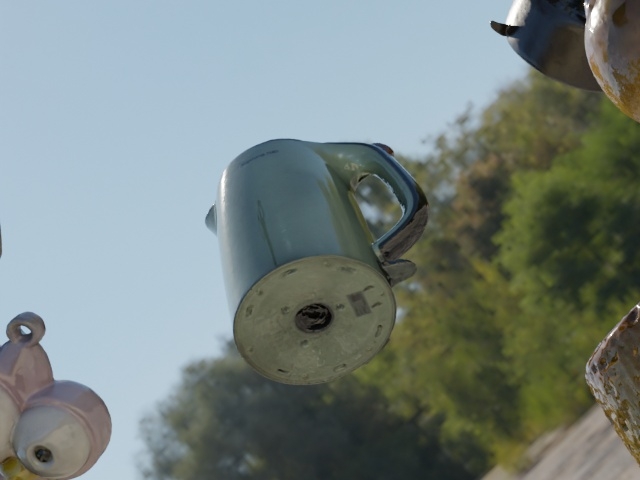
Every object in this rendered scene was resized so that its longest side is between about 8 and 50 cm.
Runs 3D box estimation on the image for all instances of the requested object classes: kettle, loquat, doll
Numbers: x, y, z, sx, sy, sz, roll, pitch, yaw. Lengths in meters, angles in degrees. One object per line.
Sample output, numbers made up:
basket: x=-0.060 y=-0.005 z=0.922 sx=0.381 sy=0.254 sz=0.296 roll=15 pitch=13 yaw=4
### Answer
kettle: x=0.000 y=0.000 z=1.494 sx=0.240 sy=0.165 sz=0.255 roll=-24 pitch=35 yaw=6
loquat: x=0.225 y=-0.133 z=0.843 sx=0.141 sy=0.141 sz=0.141 roll=-41 pitch=-11 yaw=-10
doll: x=-0.253 y=0.224 z=1.152 sx=0.094 sy=0.160 sz=0.365 roll=-49 pitch=-31 yaw=-65

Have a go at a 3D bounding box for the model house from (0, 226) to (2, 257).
model house: x=-0.409 y=-0.009 z=1.308 sx=0.229 sy=0.188 sz=0.122 roll=-48 pitch=-29 yaw=24

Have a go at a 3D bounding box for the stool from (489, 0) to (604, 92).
stool: x=0.260 y=-0.193 z=1.255 sx=0.125 sy=0.217 sz=0.121 roll=-100 pitch=28 yaw=-53

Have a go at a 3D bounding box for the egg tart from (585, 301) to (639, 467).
egg tart: x=0.255 y=0.080 z=0.820 sx=0.203 sy=0.147 sz=0.202 roll=-35 pitch=-19 yaw=-14
